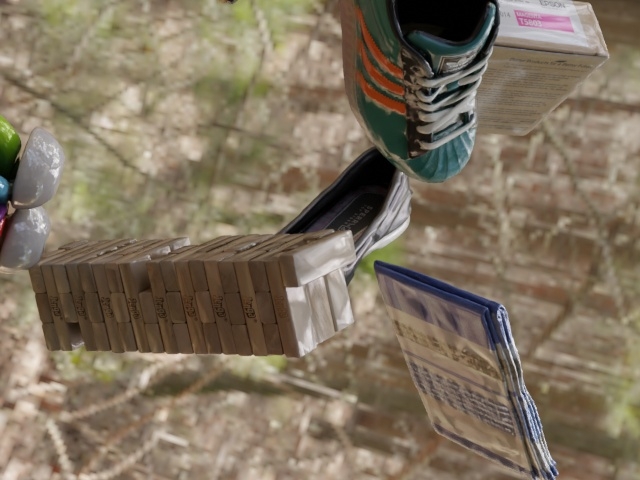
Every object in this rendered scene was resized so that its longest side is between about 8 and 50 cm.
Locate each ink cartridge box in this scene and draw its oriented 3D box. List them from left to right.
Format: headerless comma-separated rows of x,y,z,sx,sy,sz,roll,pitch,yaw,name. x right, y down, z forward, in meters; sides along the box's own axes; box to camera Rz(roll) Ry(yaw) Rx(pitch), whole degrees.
0.199,-0.216,1.927,0.234,0.193,0.088,3,60,-30,ink cartridge box

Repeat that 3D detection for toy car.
-0.322,-0.032,1.401,0.136,0.159,0.182,-77,-174,-51,toy car

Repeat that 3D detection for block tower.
-0.124,0.050,1.451,0.091,0.335,0.097,-26,108,-51,block tower

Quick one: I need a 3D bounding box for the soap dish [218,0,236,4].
-0.056,-0.368,1.643,0.291,0.118,0.229,-40,-178,6,soap dish

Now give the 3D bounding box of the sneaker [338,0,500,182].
0.085,-0.151,1.275,0.108,0.121,0.302,-30,133,-14,sneaker

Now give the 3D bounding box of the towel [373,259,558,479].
0.175,0.157,1.891,0.034,0.209,0.285,-39,126,-25,towel

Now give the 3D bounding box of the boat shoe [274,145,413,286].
0.000,0.000,1.747,0.335,0.112,0.096,-45,145,-45,boat shoe
